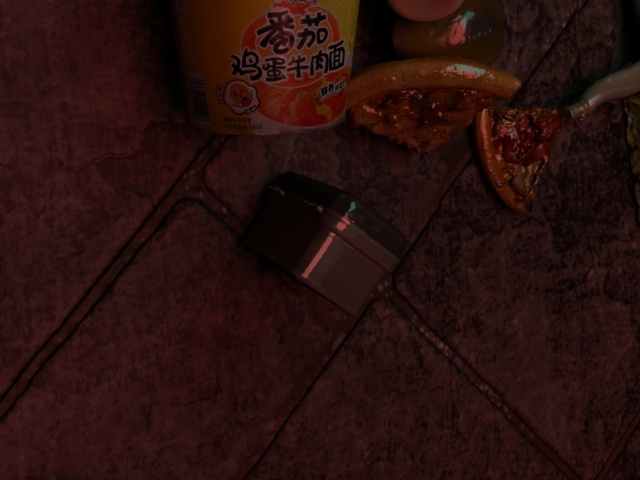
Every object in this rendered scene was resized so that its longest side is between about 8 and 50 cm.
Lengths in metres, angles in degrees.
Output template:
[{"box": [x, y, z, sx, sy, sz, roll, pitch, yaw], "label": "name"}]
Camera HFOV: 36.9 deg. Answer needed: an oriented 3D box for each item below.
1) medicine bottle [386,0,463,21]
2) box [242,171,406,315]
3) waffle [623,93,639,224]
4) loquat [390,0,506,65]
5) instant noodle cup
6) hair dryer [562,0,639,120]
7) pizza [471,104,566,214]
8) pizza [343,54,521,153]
[{"box": [0.143, -0.423, 1.311, 0.114, 0.114, 0.252, 27, 51, -32], "label": "medicine bottle"}, {"box": [0.000, 0.000, 1.273, 0.148, 0.210, 0.129, 36, 85, -30], "label": "box"}, {"box": [0.656, -0.163, 1.742, 0.221, 0.055, 0.247, -20, 106, -26], "label": "waffle"}, {"box": [0.181, -0.303, 1.381, 0.195, 0.152, 0.152, -16, 105, -21], "label": "loquat"}, {"box": [-0.067, -0.245, 1.178, 0.264, 0.264, 0.200, -12, 110, -30], "label": "instant noodle cup"}, {"box": [0.525, -0.348, 1.604, 0.298, 0.119, 0.295, -5, 86, -19], "label": "hair dryer"}, {"box": [0.331, -0.165, 1.542, 0.193, 0.053, 0.201, -45, 117, -18], "label": "pizza"}, {"box": [0.139, -0.184, 1.367, 0.292, 0.197, 0.058, -3, 58, 0], "label": "pizza"}]
